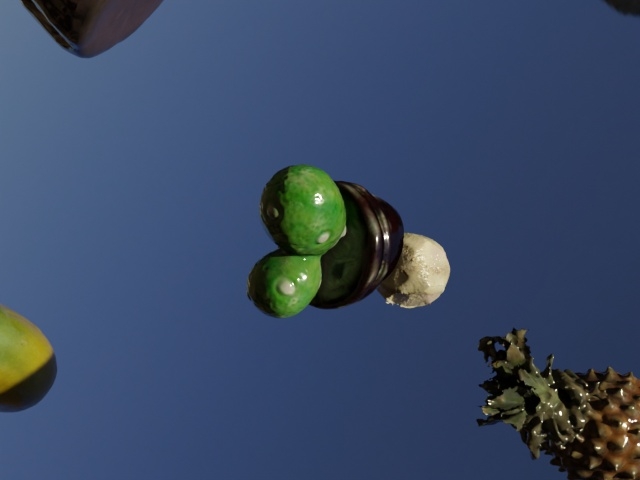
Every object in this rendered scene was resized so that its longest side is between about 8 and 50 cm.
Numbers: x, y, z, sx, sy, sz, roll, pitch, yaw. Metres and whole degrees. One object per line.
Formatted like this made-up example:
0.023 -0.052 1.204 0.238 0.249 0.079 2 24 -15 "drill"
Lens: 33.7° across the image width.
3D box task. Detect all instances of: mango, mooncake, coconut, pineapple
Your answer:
-0.307 0.098 0.949 0.091 0.130 0.194 -60 174 -13 "mango"
-0.229 -0.347 1.194 0.283 0.141 0.283 -48 180 0 "mooncake"
0.133 0.046 1.524 0.110 0.124 0.110 -7 -104 30 "coconut"
0.318 0.212 1.305 0.175 0.361 0.175 -35 -142 33 "pineapple"

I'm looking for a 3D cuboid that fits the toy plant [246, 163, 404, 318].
0.000 0.000 1.395 0.175 0.235 0.218 35 -63 34 "toy plant"
